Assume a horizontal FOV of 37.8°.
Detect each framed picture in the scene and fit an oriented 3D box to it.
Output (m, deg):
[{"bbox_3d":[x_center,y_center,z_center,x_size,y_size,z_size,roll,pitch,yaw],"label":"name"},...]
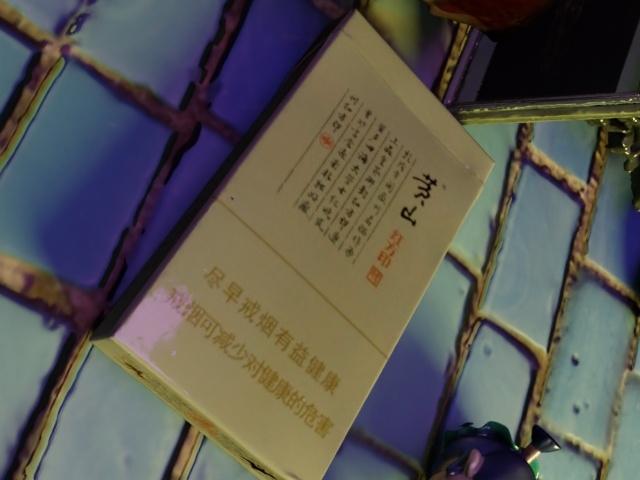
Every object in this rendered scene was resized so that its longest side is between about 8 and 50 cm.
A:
[{"bbox_3d":[0.236,-0.235,0.850,0.018,0.231,0.293,37,68,-38],"label":"framed picture"}]

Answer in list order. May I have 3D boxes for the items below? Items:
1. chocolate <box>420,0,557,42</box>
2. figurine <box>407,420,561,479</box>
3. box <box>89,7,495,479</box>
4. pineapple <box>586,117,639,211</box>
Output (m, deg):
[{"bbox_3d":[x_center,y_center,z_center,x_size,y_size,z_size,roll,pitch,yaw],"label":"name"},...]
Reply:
[{"bbox_3d":[0.097,-0.393,0.764,0.331,0.383,0.384,27,66,-12],"label":"chocolate"},{"bbox_3d":[0.114,0.228,0.773,0.195,0.102,0.112,-31,131,-38],"label":"figurine"},{"bbox_3d":[0.000,0.000,0.768,0.204,0.051,0.365,44,60,-19],"label":"box"},{"bbox_3d":[0.331,-0.184,0.989,0.310,0.141,0.170,64,30,-15],"label":"pineapple"}]
